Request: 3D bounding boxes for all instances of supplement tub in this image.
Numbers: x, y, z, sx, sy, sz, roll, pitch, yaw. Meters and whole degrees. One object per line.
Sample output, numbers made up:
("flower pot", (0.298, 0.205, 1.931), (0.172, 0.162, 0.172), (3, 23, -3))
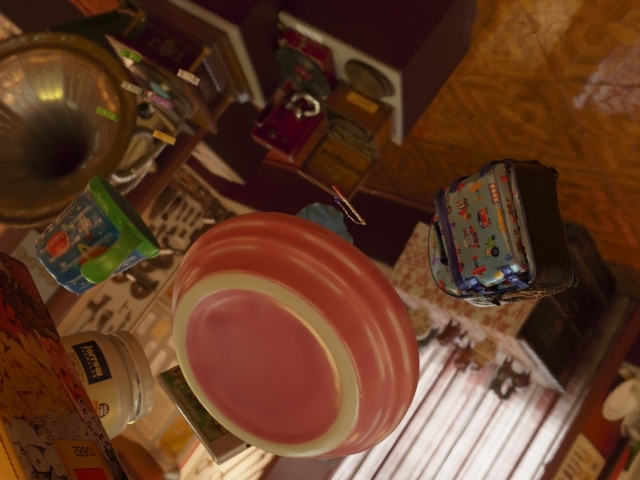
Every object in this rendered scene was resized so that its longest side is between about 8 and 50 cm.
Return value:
("supplement tub", (-0.531, 0.316, 1.362), (0.325, 0.235, 0.235), (-12, -153, -42))

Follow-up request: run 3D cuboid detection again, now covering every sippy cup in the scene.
("sippy cup", (-0.540, 0.001, 1.598), (0.240, 0.224, 0.305), (52, 176, 5))

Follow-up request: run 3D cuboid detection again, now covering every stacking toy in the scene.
("stacking toy", (-0.403, -0.336, 1.554), (0.221, 0.167, 0.052), (24, -177, 12))

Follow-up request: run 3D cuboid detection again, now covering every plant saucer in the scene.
("plant saucer", (-0.051, 0.132, 0.800), (0.332, 0.084, 0.332), (13, 120, 24))

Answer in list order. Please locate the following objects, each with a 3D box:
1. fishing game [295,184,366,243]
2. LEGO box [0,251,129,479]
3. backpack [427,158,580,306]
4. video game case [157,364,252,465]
("fishing game", (0.000, 0.000, 1.656), (0.189, 0.264, 0.041), (48, 153, -19))
("LEGO box", (-0.436, 0.274, 0.567), (0.372, 0.500, 0.193), (56, 177, 19))
("backpack", (0.188, 0.000, 0.780), (0.117, 0.158, 0.173), (3, 164, -34))
("video game case", (-0.134, 0.244, 1.098), (0.212, 0.193, 0.023), (37, 140, 43))
